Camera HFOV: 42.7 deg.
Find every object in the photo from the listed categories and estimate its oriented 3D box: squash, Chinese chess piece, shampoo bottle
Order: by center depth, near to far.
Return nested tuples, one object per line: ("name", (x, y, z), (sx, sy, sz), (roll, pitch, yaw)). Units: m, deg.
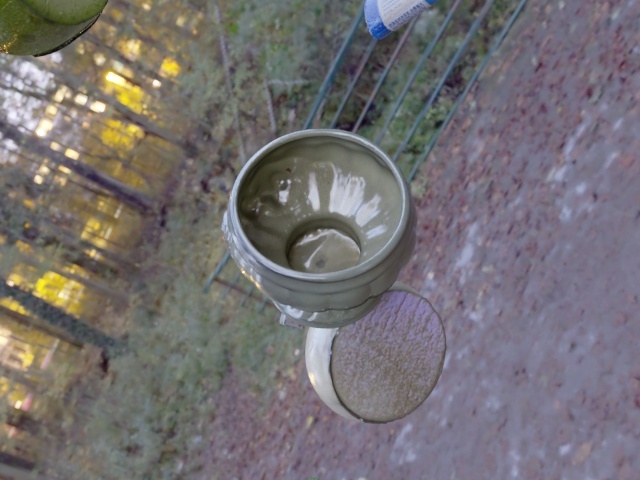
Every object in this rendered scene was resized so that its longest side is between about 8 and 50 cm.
("squash", (-0.416, -0.320, 1.141), (0.184, 0.192, 0.085), (-40, 39, 21))
("shampoo bottle", (0.148, -0.405, 1.332), (0.183, 0.050, 0.087), (-25, 61, 45))
("Chinese chess piece", (0.104, 0.204, 1.513), (0.112, 0.270, 0.270), (17, 82, 61))

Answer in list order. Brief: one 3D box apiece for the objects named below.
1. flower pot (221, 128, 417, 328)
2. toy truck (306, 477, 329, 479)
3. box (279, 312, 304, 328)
("flower pot", (0.000, 0.000, 1.323), (0.244, 0.308, 0.307), (86, -162, -58))
("toy truck", (0.045, 0.490, 1.327), (0.148, 0.211, 0.187), (-49, -42, -63))
("box", (-0.063, 0.173, 2.087), (0.045, 0.062, 0.098), (170, 114, -71))
